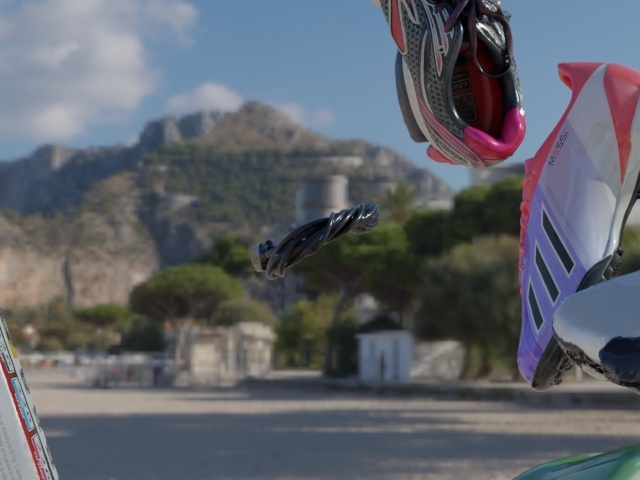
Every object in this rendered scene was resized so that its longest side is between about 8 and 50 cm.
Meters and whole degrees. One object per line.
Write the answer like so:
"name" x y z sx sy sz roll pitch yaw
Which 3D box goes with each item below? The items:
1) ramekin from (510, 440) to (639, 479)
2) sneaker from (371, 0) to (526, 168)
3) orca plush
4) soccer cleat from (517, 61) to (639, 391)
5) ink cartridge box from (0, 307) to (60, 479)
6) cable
"ramekin" 0.228 0.259 0.718 0.303 0.303 0.148 3 -25 -22
"sneaker" 0.105 -0.205 1.000 0.121 0.299 0.112 -25 13 -10
"orca plush" 0.286 0.064 0.772 0.287 0.102 0.151 -22 20 38
"soccer cleat" 0.231 -0.017 1.125 0.116 0.318 0.108 19 -6 17
"ink cartridge box" -0.266 0.072 0.774 0.130 0.309 0.272 -19 -1 -13
"cable" 0.000 0.000 1.346 0.151 0.047 0.184 -21 -2 -13
